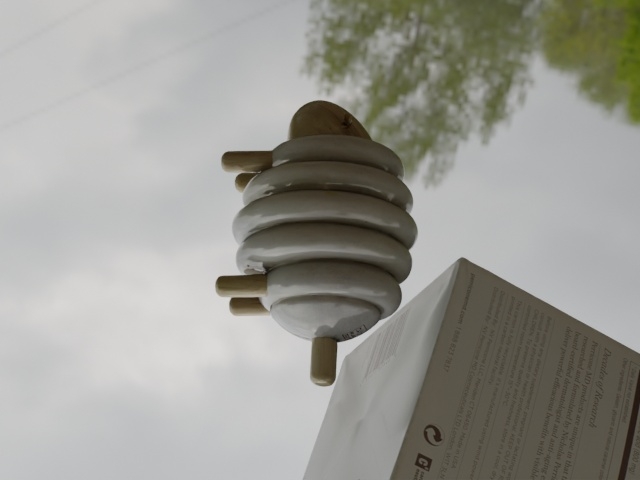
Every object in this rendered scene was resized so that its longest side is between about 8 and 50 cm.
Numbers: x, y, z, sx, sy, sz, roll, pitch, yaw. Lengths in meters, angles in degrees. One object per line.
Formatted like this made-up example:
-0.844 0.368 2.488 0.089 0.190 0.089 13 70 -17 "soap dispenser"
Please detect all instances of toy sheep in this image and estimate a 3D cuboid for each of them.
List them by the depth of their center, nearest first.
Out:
0.000 0.000 0.660 0.091 0.132 0.091 1 166 0 "toy sheep"

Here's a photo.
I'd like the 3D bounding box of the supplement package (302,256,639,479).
0.124 0.141 0.730 0.244 0.139 0.134 29 -124 -11 "supplement package"
